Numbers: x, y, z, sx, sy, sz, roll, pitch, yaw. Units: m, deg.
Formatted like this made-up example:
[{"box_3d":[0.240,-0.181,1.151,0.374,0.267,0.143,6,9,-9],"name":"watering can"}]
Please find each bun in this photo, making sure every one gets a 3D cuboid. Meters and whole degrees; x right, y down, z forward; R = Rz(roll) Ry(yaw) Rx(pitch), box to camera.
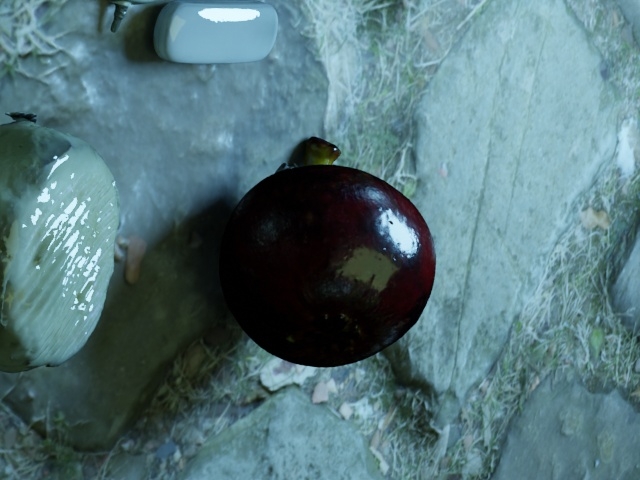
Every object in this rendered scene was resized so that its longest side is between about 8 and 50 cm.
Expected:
[{"box_3d":[-0.280,0.001,1.802,0.239,0.141,0.239,9,90,-74],"name":"bun"}]

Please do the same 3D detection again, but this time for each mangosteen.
[{"box_3d":[0.000,0.000,2.131,0.235,0.235,0.261,55,22,-48],"name":"mangosteen"}]

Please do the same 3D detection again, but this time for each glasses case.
[{"box_3d":[-0.104,-0.210,2.001,0.164,0.041,0.063,-9,116,-49],"name":"glasses case"}]

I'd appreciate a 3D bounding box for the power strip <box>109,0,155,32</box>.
[{"box_3d":[-0.161,-0.318,1.888,0.060,0.027,0.253,5,103,-52],"name":"power strip"}]
